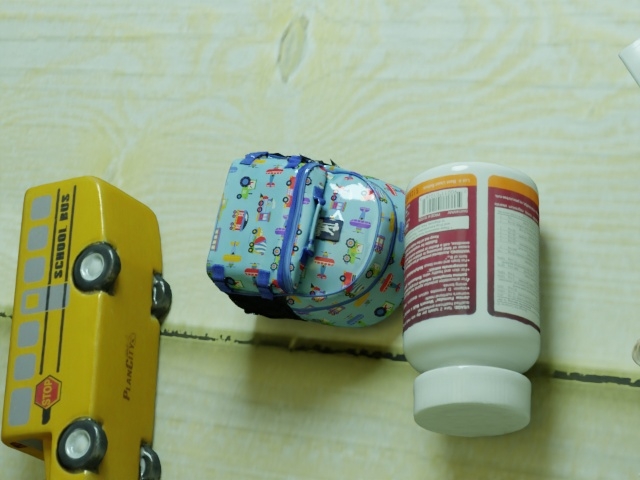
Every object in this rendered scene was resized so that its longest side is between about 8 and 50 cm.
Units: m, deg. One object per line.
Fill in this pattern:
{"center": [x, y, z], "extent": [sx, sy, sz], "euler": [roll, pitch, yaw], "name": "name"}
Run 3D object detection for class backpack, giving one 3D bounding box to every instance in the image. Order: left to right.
{"center": [0.000, 0.000, 1.799], "extent": [0.173, 0.117, 0.158], "euler": [9, 76, 30], "name": "backpack"}

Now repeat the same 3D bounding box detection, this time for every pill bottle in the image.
{"center": [0.132, 0.052, 1.693], "extent": [0.121, 0.121, 0.221], "euler": [-10, 65, 27], "name": "pill bottle"}

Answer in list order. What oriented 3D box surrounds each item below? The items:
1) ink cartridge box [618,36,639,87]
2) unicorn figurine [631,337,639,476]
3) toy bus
{"center": [0.335, -0.093, 1.643], "extent": [0.061, 0.104, 0.181], "euler": [-36, 57, 14], "name": "ink cartridge box"}
{"center": [0.302, 0.137, 1.603], "extent": [0.111, 0.060, 0.162], "euler": [-30, 41, 17], "name": "unicorn figurine"}
{"center": [-0.231, 0.108, 1.893], "extent": [0.130, 0.108, 0.332], "euler": [-10, 65, 28], "name": "toy bus"}
